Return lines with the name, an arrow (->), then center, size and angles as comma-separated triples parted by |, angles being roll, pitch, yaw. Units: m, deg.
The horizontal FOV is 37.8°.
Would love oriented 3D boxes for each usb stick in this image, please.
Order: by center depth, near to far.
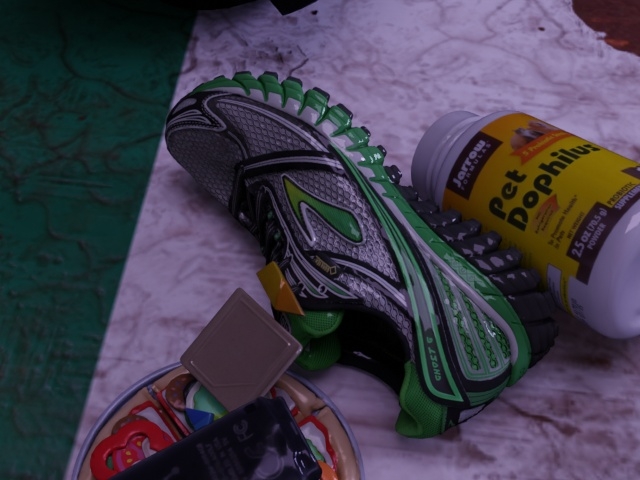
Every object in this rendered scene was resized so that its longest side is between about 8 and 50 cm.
usb stick -> -0.132, 0.187, 0.574 | 0.278, 0.045, 0.077 | -28, 57, -7

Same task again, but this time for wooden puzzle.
wooden puzzle -> -0.053, 0.077, 0.638 | 0.116, 0.014, 0.078 | -44, 59, 5

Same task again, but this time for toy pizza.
toy pizza -> -0.069, 0.162, 0.631 | 0.201, 0.032, 0.201 | 1, 54, -1

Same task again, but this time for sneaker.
sneaker -> 0.000, 0.000, 0.687 | 0.343, 0.134, 0.146 | 39, 63, 23

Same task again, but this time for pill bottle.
pill bottle -> 0.167, -0.024, 0.699 | 0.117, 0.117, 0.215 | -32, 41, -22

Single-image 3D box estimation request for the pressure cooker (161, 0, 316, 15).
pressure cooker -> -0.109, -0.415, 0.828 | 0.375, 0.420, 0.370 | 15, 75, 33
